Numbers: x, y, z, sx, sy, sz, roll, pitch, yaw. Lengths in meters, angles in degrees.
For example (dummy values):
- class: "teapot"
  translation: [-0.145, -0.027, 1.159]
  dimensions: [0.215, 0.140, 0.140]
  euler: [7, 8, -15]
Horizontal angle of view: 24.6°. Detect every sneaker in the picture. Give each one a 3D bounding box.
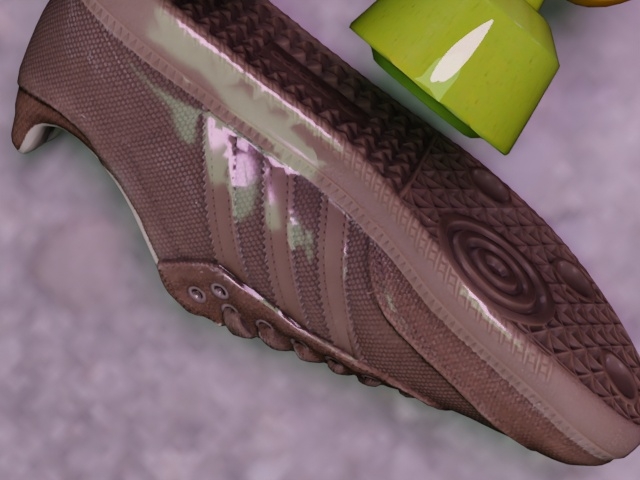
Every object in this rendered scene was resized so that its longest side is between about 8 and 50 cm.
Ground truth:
- class: "sneaker"
  translation: [0.000, 0.000, 0.387]
  dimensions: [0.188, 0.066, 0.071]
  euler: [43, 118, 6]

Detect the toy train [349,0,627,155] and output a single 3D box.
- class: "toy train"
  translation: [0.066, -0.078, 0.329]
  dimensions: [0.248, 0.105, 0.143]
  euler: [36, 96, 2]
